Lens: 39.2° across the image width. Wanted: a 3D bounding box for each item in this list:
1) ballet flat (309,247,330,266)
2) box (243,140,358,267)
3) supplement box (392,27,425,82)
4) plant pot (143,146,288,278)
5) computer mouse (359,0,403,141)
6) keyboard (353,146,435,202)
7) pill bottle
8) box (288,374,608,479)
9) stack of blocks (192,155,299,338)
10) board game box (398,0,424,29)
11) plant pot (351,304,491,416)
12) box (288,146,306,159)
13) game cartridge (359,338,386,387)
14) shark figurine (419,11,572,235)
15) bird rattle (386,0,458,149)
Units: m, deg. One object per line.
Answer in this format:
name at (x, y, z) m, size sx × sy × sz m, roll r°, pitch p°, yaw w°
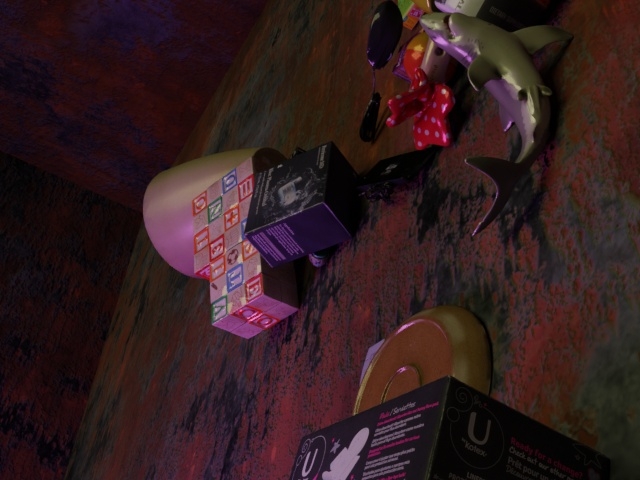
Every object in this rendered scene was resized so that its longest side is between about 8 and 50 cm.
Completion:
ballet flat at (0.000, 0.000, 1.510) m, size 0.041 × 0.041 × 0.114 m, roll -49°, pitch 23°, yaw 42°
box at (-0.030, -0.060, 1.484) m, size 0.158 × 0.093 × 0.156 m, roll -21°, pitch 40°, yaw 25°
supplement box at (0.157, -0.295, 1.435) m, size 0.083 × 0.043 × 0.055 m, roll -30°, pitch 39°, yaw 63°
plant pot at (-0.184, -0.082, 1.867) m, size 0.274 × 0.256 × 0.256 m, roll -25°, pitch 41°, yaw 40°
computer mouse at (0.100, -0.272, 1.474) m, size 0.071 × 0.041 × 0.242 m, roll -48°, pitch -30°, yaw -53°
keyboard at (0.108, -0.088, 1.342) m, size 0.100 × 0.038 × 0.192 m, roll -45°, pitch 12°, yaw -14°
pill bottle at (0.254, -0.371, 1.108) m, size 0.245 × 0.130 × 0.130 m, roll -61°, pitch 18°, yaw 14°
box at (0.087, 0.228, 0.738) m, size 0.247 × 0.163 × 0.142 m, roll -38°, pitch 28°, yaw 55°
stack of blocks at (-0.140, 0.020, 1.614) m, size 0.171 × 0.087 × 0.297 m, roll -33°, pitch 48°, yaw 32°
board game box at (0.185, -0.499, 1.643) m, size 0.124 × 0.039 × 0.259 m, roll -51°, pitch 25°, yaw 36°
plant pot at (0.096, 0.175, 0.976) m, size 0.236 × 0.032 × 0.236 m, roll -50°, pitch 25°, yaw 34°
box at (-0.037, -0.133, 1.740) m, size 0.083 × 0.067 × 0.018 m, roll -51°, pitch 21°, yaw 35°
game cartridge at (0.069, 0.166, 1.119) m, size 0.056 × 0.017 × 0.083 m, roll -36°, pitch 33°, yaw 51°
shark figurine at (0.215, -0.143, 1.030) m, size 0.116 × 0.166 × 0.278 m, roll 96°, pitch 168°, yaw -58°
bird rattle at (0.168, -0.253, 1.285) m, size 0.207 × 0.143 × 0.253 m, roll -48°, pitch -36°, yaw -86°
